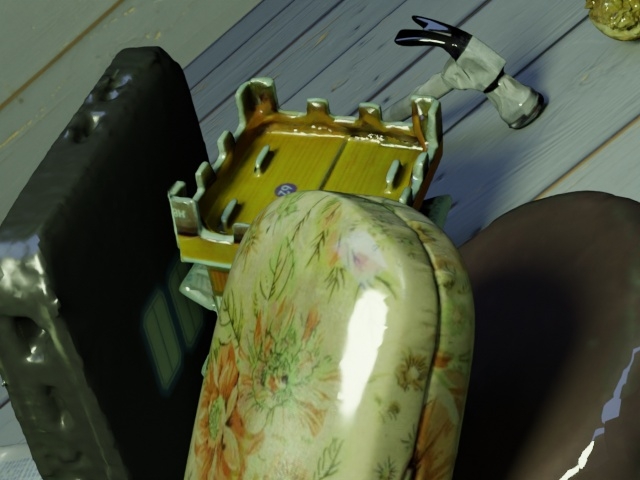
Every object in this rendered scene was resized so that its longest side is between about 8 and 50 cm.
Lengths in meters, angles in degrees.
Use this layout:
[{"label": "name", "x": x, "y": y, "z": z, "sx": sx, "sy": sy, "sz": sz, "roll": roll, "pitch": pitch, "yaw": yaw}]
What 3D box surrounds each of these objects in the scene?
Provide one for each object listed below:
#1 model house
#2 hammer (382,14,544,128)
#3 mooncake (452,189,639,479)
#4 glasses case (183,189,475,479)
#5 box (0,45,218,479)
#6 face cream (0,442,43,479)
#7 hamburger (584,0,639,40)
[{"label": "model house", "x": 0.000, "y": 0.000, "z": 1.130, "sx": 0.198, "sy": 0.215, "sz": 0.224, "roll": 9, "pitch": 42, "yaw": 16}, {"label": "hammer", "x": 0.063, "y": -0.115, "z": 1.437, "sx": 0.427, "sy": 0.152, "sz": 0.044, "roll": -33, "pitch": 23, "yaw": 56}, {"label": "mooncake", "x": 0.131, "y": 0.110, "z": 0.755, "sx": 0.283, "sy": 0.141, "sz": 0.283, "roll": -41, "pitch": 23, "yaw": 21}, {"label": "glasses case", "x": -0.018, "y": 0.185, "z": 0.658, "sx": 0.156, "sy": 0.098, "sz": 0.425, "roll": 21, "pitch": 102, "yaw": 55}, {"label": "box", "x": -0.156, "y": 0.056, "z": 1.131, "sx": 0.091, "sy": 0.359, "sz": 0.350, "roll": -1, "pitch": 36, "yaw": 16}, {"label": "face cream", "x": -0.333, "y": 0.287, "z": 1.352, "sx": 0.420, "sy": 0.137, "sz": 0.235, "roll": -13, "pitch": 33, "yaw": 40}, {"label": "hamburger", "x": 0.311, "y": -0.264, "z": 1.222, "sx": 0.159, "sy": 0.131, "sz": 0.185, "roll": -38, "pitch": 25, "yaw": -12}]
